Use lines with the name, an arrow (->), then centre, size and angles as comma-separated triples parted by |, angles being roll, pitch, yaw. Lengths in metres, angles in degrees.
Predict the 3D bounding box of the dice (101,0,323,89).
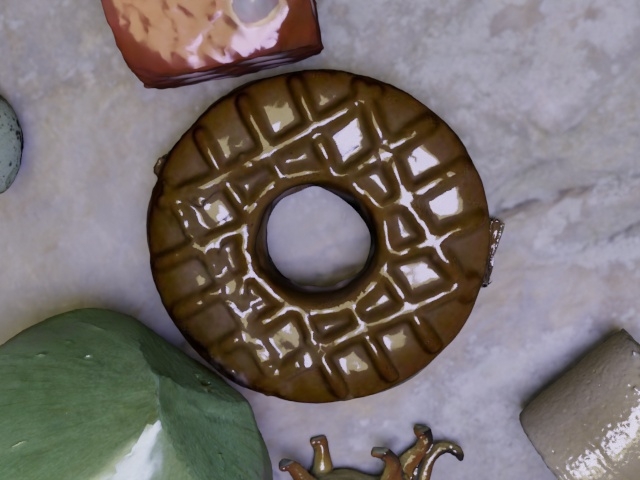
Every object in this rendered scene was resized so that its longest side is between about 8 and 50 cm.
dice -> -0.097, -0.230, 0.746 | 0.173, 0.175, 0.179 | -11, 102, 3

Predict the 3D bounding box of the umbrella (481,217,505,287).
umbrella -> 0.165, 0.007, 0.852 | 0.031, 0.020, 0.083 | -2, 100, -13

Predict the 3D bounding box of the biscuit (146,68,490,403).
biscuit -> 0.000, 0.000, 0.812 | 0.331, 0.103, 0.332 | 0, 99, 3

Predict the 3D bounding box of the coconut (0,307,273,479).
coconut -> -0.184, 0.215, 0.759 | 0.328, 0.281, 0.329 | 23, 125, 37

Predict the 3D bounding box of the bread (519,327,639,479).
bread -> 0.287, 0.184, 0.819 | 0.141, 0.134, 0.148 | -42, 108, 8

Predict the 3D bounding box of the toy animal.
toy animal -> 0.031, 0.253, 0.884 | 0.241, 0.057, 0.099 | -9, 105, 2

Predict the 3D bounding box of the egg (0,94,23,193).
egg -> -0.329, -0.096, 0.820 | 0.085, 0.085, 0.110 | -19, 105, 5
